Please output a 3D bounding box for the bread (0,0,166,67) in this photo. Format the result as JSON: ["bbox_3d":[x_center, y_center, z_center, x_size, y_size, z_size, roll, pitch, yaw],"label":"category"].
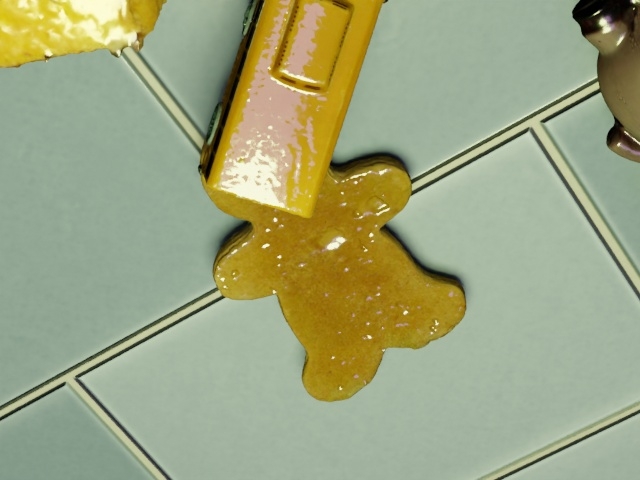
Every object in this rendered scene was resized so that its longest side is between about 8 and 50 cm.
[{"bbox_3d":[-0.278,-0.230,1.165,0.340,0.194,0.179,-8,130,8],"label":"bread"}]

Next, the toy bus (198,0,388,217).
[{"bbox_3d":[-0.023,-0.128,1.261,0.098,0.114,0.201,17,100,-10],"label":"toy bus"}]

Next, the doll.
[{"bbox_3d":[0.309,-0.111,1.304,0.182,0.117,0.257,-32,117,20],"label":"doll"}]

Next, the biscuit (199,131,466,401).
[{"bbox_3d":[0.000,0.000,1.410,0.197,0.049,0.301,-32,119,8],"label":"biscuit"}]
